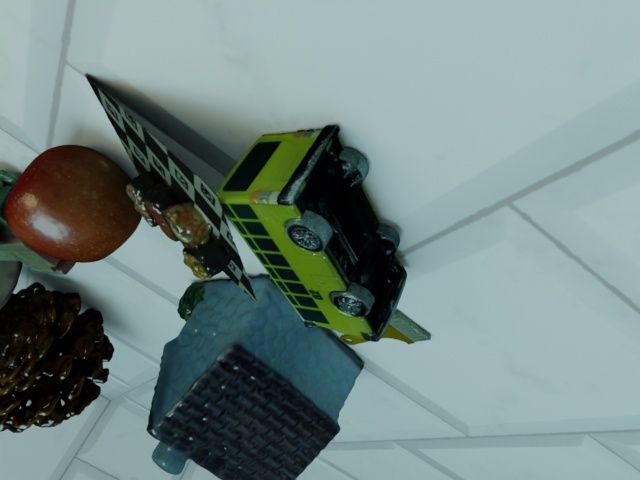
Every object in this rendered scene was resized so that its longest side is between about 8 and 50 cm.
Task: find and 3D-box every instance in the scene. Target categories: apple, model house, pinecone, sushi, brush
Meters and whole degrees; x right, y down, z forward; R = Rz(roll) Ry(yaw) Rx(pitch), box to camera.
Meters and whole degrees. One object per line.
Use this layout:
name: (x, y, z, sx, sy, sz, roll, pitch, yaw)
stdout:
apple: (-0.371, -0.053, 0.825, 0.181, 0.181, 0.168, -14, 133, 47)
model house: (-0.143, 0.305, 1.027, 0.297, 0.339, 0.360, -8, 135, 40)
pinecone: (-0.738, 0.311, 1.443, 0.397, 0.398, 0.398, 19, 147, 13)
sushi: (-0.212, -0.045, 0.731, 0.290, 0.050, 0.264, 40, 157, 29)
brush: (0.096, 0.163, 0.953, 0.083, 0.011, 0.205, 37, 148, -18)

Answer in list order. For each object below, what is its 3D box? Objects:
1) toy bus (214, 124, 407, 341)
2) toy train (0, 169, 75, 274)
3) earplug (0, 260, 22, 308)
toy bus: (0.000, 0.000, 0.677, 0.150, 0.128, 0.262, 4, 140, 35)
toy train: (-0.641, -0.028, 1.085, 0.304, 0.150, 0.221, 2, 147, 25)
earplug: (-0.911, 0.071, 1.281, 0.312, 0.313, 0.394, 43, 147, -25)
